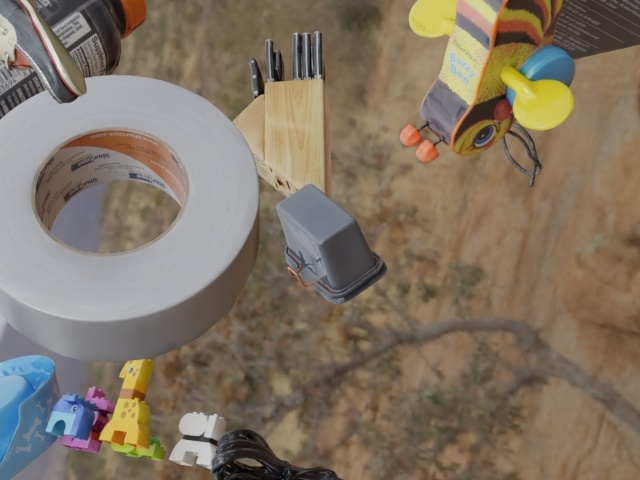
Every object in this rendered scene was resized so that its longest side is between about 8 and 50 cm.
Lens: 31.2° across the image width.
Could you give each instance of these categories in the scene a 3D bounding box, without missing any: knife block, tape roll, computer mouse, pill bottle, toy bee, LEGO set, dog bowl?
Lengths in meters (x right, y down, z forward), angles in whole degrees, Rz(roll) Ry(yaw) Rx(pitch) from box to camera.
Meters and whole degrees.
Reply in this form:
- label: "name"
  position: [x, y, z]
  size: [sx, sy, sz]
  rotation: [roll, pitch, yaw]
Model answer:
- label: "knife block"
  position: [-0.019, -0.199, 1.834]
  size: [0.242, 0.276, 0.088]
  rotation: [-45, -24, -12]
- label: "tape roll"
  position: [-0.156, -0.020, 0.872]
  size: [0.072, 0.219, 0.219]
  rotation: [96, -177, -59]
- label: "computer mouse"
  position: [-0.083, 0.328, 1.091]
  size: [0.072, 0.188, 0.272]
  rotation: [2, 64, 50]
- label: "pill bottle"
  position: [-0.272, -0.170, 1.041]
  size: [0.246, 0.130, 0.130]
  rotation: [-44, -2, -29]
- label: "toy bee"
  position: [0.157, -0.140, 1.074]
  size: [0.195, 0.162, 0.298]
  rotation: [33, 145, 51]
- label: "LEGO set"
  position: [-0.203, 0.175, 1.214]
  size: [0.227, 0.087, 0.093]
  rotation: [0, 65, 36]
- label: "dog bowl"
  position: [-0.402, 0.235, 1.252]
  size: [0.166, 0.074, 0.297]
  rotation: [-3, 27, 41]

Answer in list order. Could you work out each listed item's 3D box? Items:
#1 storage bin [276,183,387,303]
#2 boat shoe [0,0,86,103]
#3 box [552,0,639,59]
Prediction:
- label: "storage bin"
  position: [0.000, 0.000, 1.376]
  size: [0.135, 0.098, 0.091]
  rotation: [41, 160, 47]
- label: "boat shoe"
  position: [-0.198, -0.134, 0.746]
  size: [0.043, 0.137, 0.049]
  rotation: [-36, -24, -2]
- label: "box"
  position: [0.341, -0.378, 1.149]
  size: [0.395, 0.212, 0.293]
  rotation: [-6, 76, 46]
